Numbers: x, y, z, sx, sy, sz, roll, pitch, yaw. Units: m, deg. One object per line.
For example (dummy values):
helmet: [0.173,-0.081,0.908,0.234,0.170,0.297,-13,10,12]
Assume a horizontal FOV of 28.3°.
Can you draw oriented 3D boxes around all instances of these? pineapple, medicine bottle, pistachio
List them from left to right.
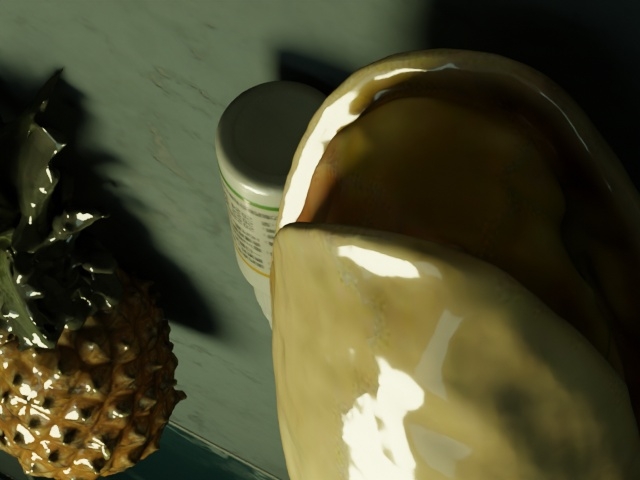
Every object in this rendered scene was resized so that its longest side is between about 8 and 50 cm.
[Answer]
pineapple: [-0.197,0.019,0.839,0.165,0.165,0.364,19,146,24]
medicine bottle: [0.000,0.000,0.661,0.092,0.061,0.221,6,155,4]
pistachio: [0.055,0.054,0.540,0.187,0.187,0.299,19,147,23]
